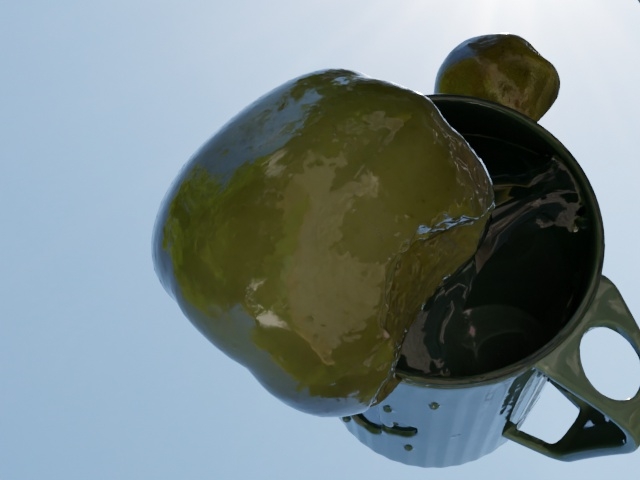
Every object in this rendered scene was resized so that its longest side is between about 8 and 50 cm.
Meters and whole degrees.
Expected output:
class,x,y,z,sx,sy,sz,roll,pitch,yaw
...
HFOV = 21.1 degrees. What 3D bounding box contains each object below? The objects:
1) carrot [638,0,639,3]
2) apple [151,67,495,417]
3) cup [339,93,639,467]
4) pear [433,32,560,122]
class,x,y,z,sx,sy,sz,roll,pitch,yaw
carrot,0.331,-0.200,1.141,0.241,0.241,0.340,54,-173,-29
apple,0.000,0.000,1.363,0.279,0.279,0.279,14,-109,-48
cup,0.145,0.098,1.808,0.392,0.310,0.401,86,159,-65
pear,0.184,-0.171,1.873,0.104,0.141,0.141,53,-135,-17
